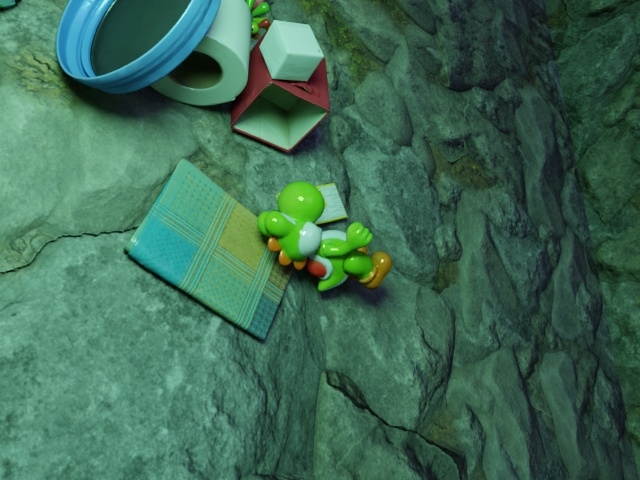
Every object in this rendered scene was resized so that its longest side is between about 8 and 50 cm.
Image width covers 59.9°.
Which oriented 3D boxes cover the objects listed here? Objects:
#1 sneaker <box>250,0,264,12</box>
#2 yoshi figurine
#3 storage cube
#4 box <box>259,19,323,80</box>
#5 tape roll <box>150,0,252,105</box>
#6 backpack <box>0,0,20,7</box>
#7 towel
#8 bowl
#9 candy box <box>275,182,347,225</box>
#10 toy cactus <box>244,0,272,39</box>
[{"bbox_3d":[-0.271,-0.744,1.501,0.314,0.116,0.136,32,55,-26],"label":"sneaker"},{"bbox_3d":[0.016,-0.023,1.351,0.362,0.204,0.202,28,38,-38],"label":"yoshi figurine"},{"bbox_3d":[-0.107,-0.378,1.418,0.184,0.215,0.193,18,54,-33],"label":"storage cube"},{"bbox_3d":[-0.068,-0.434,1.275,0.101,0.087,0.101,-8,67,-36],"label":"box"},{"bbox_3d":[-0.283,-0.452,1.273,0.246,0.246,0.169,17,61,-34],"label":"tape roll"},{"bbox_3d":[-0.695,-0.541,1.014,0.254,0.191,0.225,-36,97,-38],"label":"backpack"},{"bbox_3d":[-0.226,0.023,1.256,0.370,0.040,0.271,39,52,-23],"label":"towel"},{"bbox_3d":[-0.367,-0.471,1.132,0.077,0.392,0.390,40,45,-55],"label":"bowl"},{"bbox_3d":[-0.020,-0.090,1.484,0.206,0.027,0.105,-15,84,-43],"label":"candy box"},{"bbox_3d":[-0.215,-0.567,1.430,0.112,0.181,0.218,54,9,-50],"label":"toy cactus"}]
